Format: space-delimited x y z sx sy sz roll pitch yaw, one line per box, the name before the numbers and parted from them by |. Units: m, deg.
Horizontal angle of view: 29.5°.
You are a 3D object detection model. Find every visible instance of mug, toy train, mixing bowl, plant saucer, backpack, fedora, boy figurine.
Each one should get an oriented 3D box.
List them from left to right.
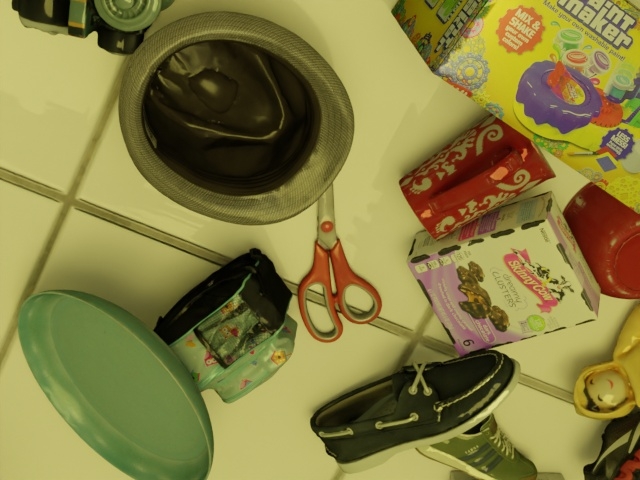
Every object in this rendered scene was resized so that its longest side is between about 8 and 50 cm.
toy train | -0.245 -0.373 1.326 0.190 0.142 0.334 11 114 2
plant saucer | -0.249 0.182 1.517 0.317 0.044 0.318 25 138 25
backpack | -0.125 0.121 1.530 0.188 0.166 0.144 -30 105 10
fedora | -0.106 -0.157 1.432 0.275 0.124 0.244 23 110 -21
mug | 0.185 -0.086 1.496 0.169 0.150 0.113 -33 69 13
mixing bowl | 0.409 0.008 1.580 0.181 0.098 0.181 -3 114 -6
boy figurine | 0.464 0.157 1.631 0.285 0.092 0.177 -25 74 21

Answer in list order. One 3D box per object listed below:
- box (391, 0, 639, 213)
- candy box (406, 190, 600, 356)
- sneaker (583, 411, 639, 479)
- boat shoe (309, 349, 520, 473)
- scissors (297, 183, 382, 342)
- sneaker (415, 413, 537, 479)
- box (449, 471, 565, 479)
box | 0.263 -0.219 1.365 0.290 0.279 0.177 32 106 -17
candy box | 0.236 0.045 1.553 0.196 0.070 0.165 -19 116 27
sneaker | 0.474 0.272 1.702 0.276 0.135 0.097 -45 119 -12
boat shoe | 0.119 0.214 1.599 0.302 0.114 0.091 -32 110 23
scissors | 0.000 0.000 1.570 0.109 0.021 0.297 -16 116 3
sneaker | 0.230 0.281 1.694 0.192 0.064 0.086 20 115 -11
box | 0.268 0.410 1.741 0.170 0.091 0.130 4 113 -8
